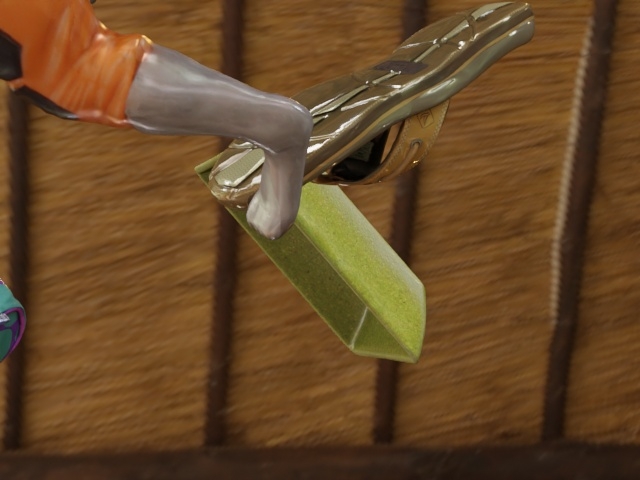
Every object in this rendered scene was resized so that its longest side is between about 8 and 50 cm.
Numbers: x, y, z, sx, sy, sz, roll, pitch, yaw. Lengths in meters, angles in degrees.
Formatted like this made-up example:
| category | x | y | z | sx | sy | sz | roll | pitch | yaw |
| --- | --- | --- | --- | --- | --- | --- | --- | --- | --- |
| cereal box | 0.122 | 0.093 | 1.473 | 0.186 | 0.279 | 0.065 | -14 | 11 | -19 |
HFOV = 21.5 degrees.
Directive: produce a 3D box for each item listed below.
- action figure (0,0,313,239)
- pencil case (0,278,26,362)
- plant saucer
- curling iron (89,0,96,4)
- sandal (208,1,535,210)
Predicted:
| category | x | y | z | sx | sy | sz | roll | pitch | yaw |
| --- | --- | --- | --- | --- | --- | --- | --- | --- | --- |
| action figure | -0.129 | -0.191 | 0.607 | 0.178 | 0.330 | 0.341 | -26 | -133 | 52 |
| pencil case | -0.270 | 0.023 | 1.142 | 0.151 | 0.070 | 0.064 | 43 | -48 | 13 |
| plant saucer | 0.000 | 0.000 | 1.184 | 0.045 | 0.188 | 0.188 | -42 | -83 | -10 |
| curling iron | -0.251 | -0.089 | 0.930 | 0.274 | 0.035 | 0.068 | -24 | -100 | -12 |
| sandal | 0.032 | -0.057 | 0.795 | 0.072 | 0.180 | 0.049 | 22 | -40 | 60 |
